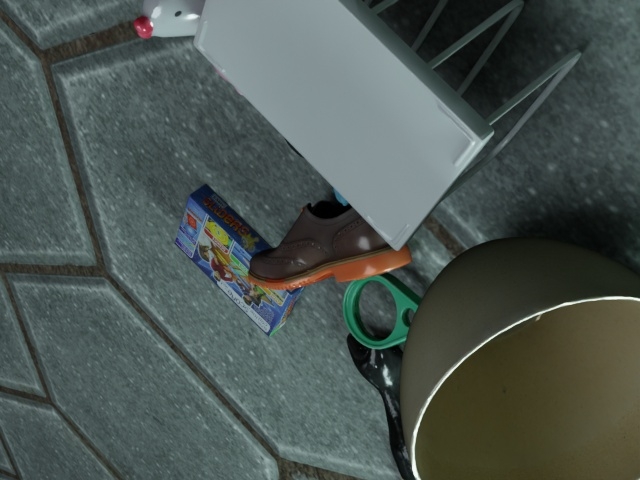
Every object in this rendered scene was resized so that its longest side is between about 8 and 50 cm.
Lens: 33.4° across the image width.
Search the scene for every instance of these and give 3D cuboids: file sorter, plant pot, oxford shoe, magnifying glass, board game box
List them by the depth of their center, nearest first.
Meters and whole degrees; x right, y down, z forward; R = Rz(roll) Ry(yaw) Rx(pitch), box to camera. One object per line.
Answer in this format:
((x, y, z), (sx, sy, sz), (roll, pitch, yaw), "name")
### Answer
((0.056, -0.175, 0.951), (0.277, 0.173, 0.193), (46, 149, 8), "file sorter")
((0.195, 0.105, 1.022), (0.191, 0.284, 0.284), (-111, 9, -51), "plant pot")
((0.112, 0.090, 1.227), (0.231, 0.026, 0.092), (8, 100, 44), "magnifying glass")
((0.000, 0.000, 1.295), (0.271, 0.097, 0.098), (-12, 96, 48), "oxford shoe")
((-0.117, 0.031, 1.502), (0.201, 0.035, 0.136), (44, 147, 10), "board game box")

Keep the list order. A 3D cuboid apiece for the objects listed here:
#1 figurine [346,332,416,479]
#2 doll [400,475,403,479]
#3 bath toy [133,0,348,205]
((0.139, 0.194, 1.316), (0.215, 0.092, 0.209), (-18, 104, 55), "figurine")
((0.163, 0.399, 1.523), (0.129, 0.046, 0.189), (5, 121, 60), "doll")
((-0.061, -0.182, 1.131), (0.348, 0.129, 0.151), (42, 147, 14), "bath toy")
